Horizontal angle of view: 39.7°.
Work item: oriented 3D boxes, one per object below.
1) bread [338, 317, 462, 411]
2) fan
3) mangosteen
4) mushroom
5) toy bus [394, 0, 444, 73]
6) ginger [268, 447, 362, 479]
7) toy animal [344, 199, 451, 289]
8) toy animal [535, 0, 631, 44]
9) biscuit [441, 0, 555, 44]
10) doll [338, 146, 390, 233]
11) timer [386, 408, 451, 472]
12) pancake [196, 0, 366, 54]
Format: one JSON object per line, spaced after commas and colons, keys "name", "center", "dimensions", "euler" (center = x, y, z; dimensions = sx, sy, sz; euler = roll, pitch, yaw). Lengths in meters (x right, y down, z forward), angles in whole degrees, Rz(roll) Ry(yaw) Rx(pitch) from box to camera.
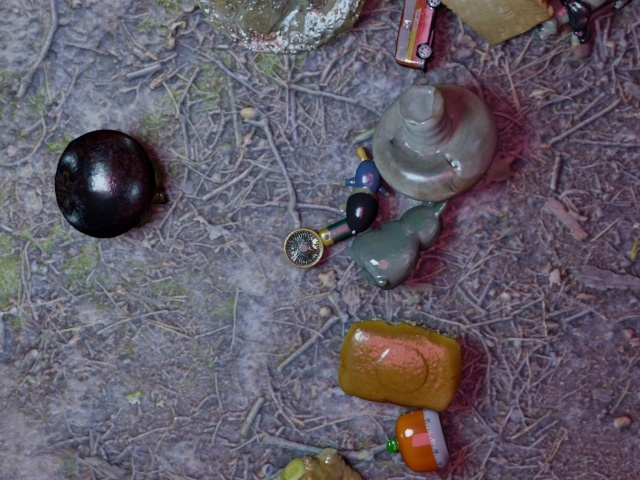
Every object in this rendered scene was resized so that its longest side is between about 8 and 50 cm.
{"name": "bread", "center": [0.159, 0.245, 1.780], "dimensions": [0.245, 0.121, 0.174], "euler": [11, 94, 0]}
{"name": "fan", "center": [0.000, 0.000, 1.809], "dimensions": [0.155, 0.039, 0.082], "euler": [-24, 92, 3]}
{"name": "mangosteen", "center": [-0.411, -0.116, 1.753], "dimensions": [0.216, 0.216, 0.216], "euler": [0, 95, 3]}
{"name": "mushroom", "center": [0.211, -0.200, 1.679], "dimensions": [0.243, 0.243, 0.244], "euler": [0, 95, 3]}
{"name": "toy bus", "center": [0.195, -0.422, 1.747], "dimensions": [0.077, 0.079, 0.174], "euler": [11, 95, 12]}
{"name": "ginger", "center": [-0.028, 0.514, 1.822], "dimensions": [0.216, 0.102, 0.157], "euler": [-34, 119, 0]}
{"name": "toy animal", "center": [0.183, -0.008, 1.762], "dimensions": [0.251, 0.125, 0.127], "euler": [-38, 71, -7]}
{"name": "toy animal", "center": [0.513, -0.463, 1.716], "dimensions": [0.225, 0.094, 0.121], "euler": [-40, 82, 15]}
{"name": "biscuit", "center": [0.307, -0.467, 1.660], "dimensions": [0.249, 0.160, 0.030], "euler": [31, 58, -30]}
{"name": "doll", "center": [0.088, -0.095, 1.779], "dimensions": [0.102, 0.089, 0.179], "euler": [14, 72, 2]}
{"name": "timer", "center": [0.195, 0.409, 1.805], "dimensions": [0.136, 0.099, 0.136], "euler": [-1, 87, 15]}
{"name": "pancake", "center": [-0.084, -0.538, 1.694], "dimensions": [0.386, 0.082, 0.387], "euler": [1, 121, 2]}
